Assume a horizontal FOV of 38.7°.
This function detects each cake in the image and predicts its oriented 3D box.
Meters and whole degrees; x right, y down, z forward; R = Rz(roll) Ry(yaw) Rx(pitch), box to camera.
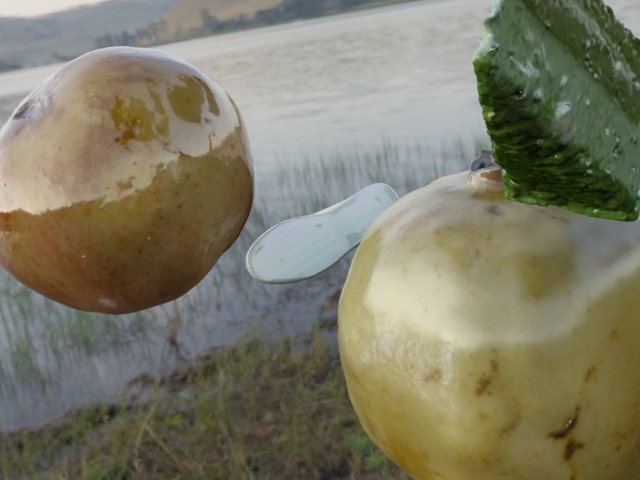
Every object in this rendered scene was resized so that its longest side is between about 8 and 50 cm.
[{"bbox_3d":[0.120,-0.094,0.534,0.099,0.100,0.235,11,-9,38],"label":"cake"}]

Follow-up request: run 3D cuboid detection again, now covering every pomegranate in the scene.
[{"bbox_3d":[-0.234,-0.058,1.112,0.338,0.338,0.338,-9,14,2],"label":"pomegranate"},{"bbox_3d":[0.179,0.077,0.800,0.333,0.332,0.332,-9,14,2],"label":"pomegranate"}]

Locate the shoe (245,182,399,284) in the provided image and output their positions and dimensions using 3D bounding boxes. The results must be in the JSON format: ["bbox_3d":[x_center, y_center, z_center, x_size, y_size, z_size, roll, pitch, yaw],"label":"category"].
[{"bbox_3d":[0.000,0.000,1.406,0.265,0.095,0.110,-26,-3,-19],"label":"shoe"}]
